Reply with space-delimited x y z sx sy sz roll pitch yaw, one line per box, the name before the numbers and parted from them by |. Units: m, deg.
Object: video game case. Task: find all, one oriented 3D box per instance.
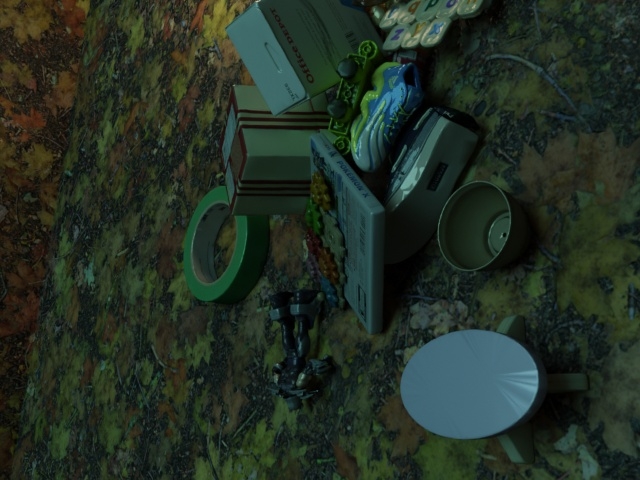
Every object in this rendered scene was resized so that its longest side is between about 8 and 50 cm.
video game case | 0.054 -0.015 1.598 0.300 0.036 0.328 -124 23 -45

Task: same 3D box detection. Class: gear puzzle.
gear puzzle | 0.000 0.000 1.642 0.338 0.044 0.175 89 157 -44

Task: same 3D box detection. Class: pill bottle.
pill bottle | 0.176 -0.346 1.645 0.086 0.086 0.151 12 89 52

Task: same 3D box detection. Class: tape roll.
tape roll | -0.264 0.013 2.095 0.321 0.077 0.321 -18 66 47

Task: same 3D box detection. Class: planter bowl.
planter bowl | 0.307 -0.018 1.372 0.162 0.109 0.162 -17 68 48

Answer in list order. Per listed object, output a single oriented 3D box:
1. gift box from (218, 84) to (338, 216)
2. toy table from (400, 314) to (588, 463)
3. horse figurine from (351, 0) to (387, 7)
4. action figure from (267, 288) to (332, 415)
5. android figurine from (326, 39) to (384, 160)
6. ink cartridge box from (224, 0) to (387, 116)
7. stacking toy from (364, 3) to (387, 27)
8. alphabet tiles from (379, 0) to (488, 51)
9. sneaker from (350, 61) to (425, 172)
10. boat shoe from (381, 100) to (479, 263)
gift box | -0.090 -0.204 1.804 0.276 0.258 0.255 116 147 -56
toy table | 0.290 0.242 1.280 0.274 0.161 0.252 -1 79 50
horse figurine | 0.185 -0.596 1.667 0.263 0.066 0.174 -52 30 -6
action figure | -0.052 0.257 1.756 0.185 0.099 0.284 -9 77 42
android figurine | 0.081 -0.294 1.631 0.056 0.273 0.248 15 90 17
ink cartridge box | -0.025 -0.439 1.689 0.129 0.307 0.223 -20 103 47
stacking toy | 0.056 -0.591 1.839 0.302 0.166 0.175 44 114 31
alphabet tiles | 0.248 -0.505 1.588 0.284 0.021 0.277 9 66 52
sneaker | 0.136 -0.254 1.520 0.126 0.091 0.240 -7 68 56
boat shoe | 0.188 -0.125 1.561 0.340 0.127 0.158 -59 30 15
